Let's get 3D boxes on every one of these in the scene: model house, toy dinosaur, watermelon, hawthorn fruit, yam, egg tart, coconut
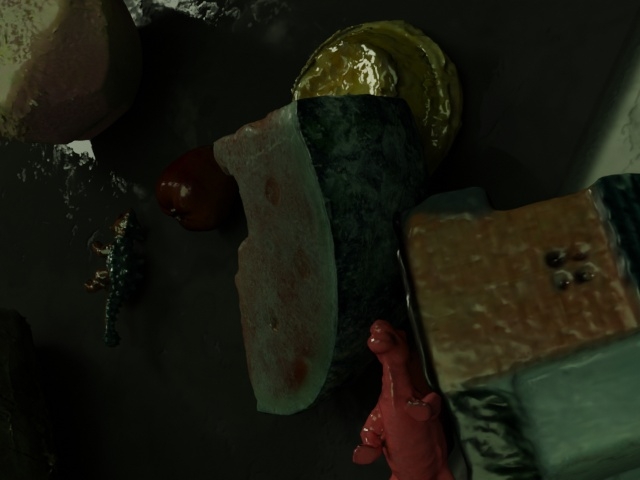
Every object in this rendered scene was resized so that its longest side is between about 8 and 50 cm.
[{"bbox_3d":[0.220,0.072,0.767,0.291,0.184,0.253,-19,63,18],"label":"model house"},{"bbox_3d":[-0.216,0.039,1.152,0.055,0.049,0.154,-6,72,32],"label":"toy dinosaur"},{"bbox_3d":[0.000,0.000,0.924,0.226,0.148,0.318,41,135,36],"label":"watermelon"},{"bbox_3d":[-0.116,-0.057,1.087,0.081,0.081,0.093,23,65,37],"label":"hawthorn fruit"},{"bbox_3d":[-0.395,0.229,1.132,0.241,0.241,0.348,-31,67,28],"label":"yam"},{"bbox_3d":[0.036,-0.121,0.986,0.191,0.074,0.191,-9,76,37],"label":"egg tart"},{"bbox_3d":[-0.316,-0.210,1.164,0.233,0.245,0.233,0,88,4],"label":"coconut"},{"bbox_3d":[0.087,0.176,0.870,0.070,0.139,0.286,-8,115,19],"label":"toy dinosaur"}]
